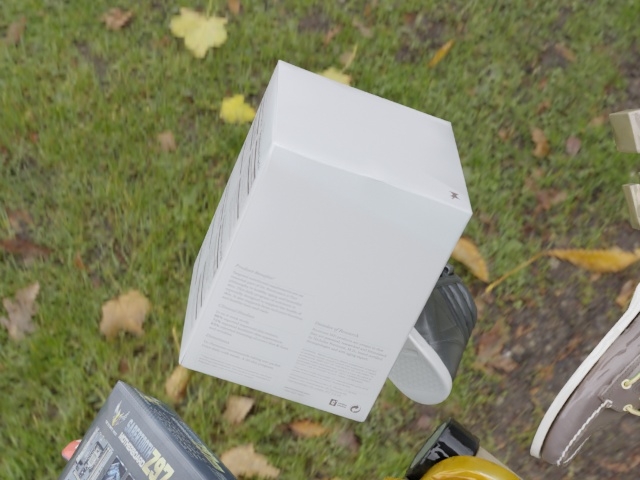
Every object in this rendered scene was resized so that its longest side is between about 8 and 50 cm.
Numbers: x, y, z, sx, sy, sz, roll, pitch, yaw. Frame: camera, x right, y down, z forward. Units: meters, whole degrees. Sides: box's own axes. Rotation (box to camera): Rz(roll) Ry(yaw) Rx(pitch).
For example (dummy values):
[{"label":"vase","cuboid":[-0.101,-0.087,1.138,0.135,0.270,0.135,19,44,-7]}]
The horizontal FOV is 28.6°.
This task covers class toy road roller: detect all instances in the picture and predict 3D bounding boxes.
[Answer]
[{"label":"toy road roller","cuboid":[0.127,0.391,1.477,0.202,0.329,0.240,39,24,4]}]

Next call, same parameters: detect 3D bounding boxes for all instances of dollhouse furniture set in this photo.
[{"label":"dollhouse furniture set","cuboid":[0.441,-0.098,1.547,0.123,0.144,0.151,-15,94,3]}]

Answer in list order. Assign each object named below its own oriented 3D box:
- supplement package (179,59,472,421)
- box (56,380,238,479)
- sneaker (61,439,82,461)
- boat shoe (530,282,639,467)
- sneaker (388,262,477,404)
[{"label":"supplement package","cuboid":[0.000,0.000,1.260,0.199,0.262,0.198,19,28,-11]},{"label":"box","cuboid":[-0.152,0.232,0.979,0.059,0.233,0.183,32,88,-29]},{"label":"sneaker","cuboid":[-0.291,0.412,1.579,0.148,0.131,0.350,13,94,15]},{"label":"boat shoe","cuboid":[0.376,0.150,1.510,0.097,0.116,0.324,37,94,18]},{"label":"sneaker","cuboid":[0.090,0.048,1.557,0.295,0.105,0.147,56,41,-17]}]
